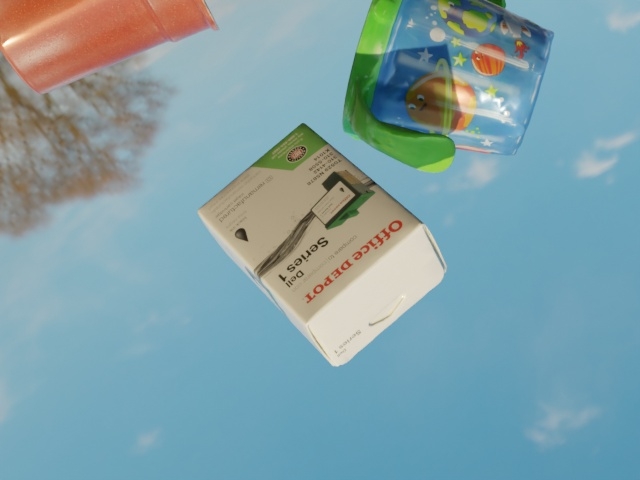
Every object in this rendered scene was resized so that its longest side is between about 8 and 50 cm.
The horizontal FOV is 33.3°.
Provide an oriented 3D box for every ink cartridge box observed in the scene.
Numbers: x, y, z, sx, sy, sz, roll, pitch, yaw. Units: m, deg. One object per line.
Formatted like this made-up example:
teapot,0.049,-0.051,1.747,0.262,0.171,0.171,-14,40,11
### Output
ink cartridge box,0.000,0.000,1.121,0.160,0.092,0.219,-41,-130,-8

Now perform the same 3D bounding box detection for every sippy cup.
sippy cup,0.168,-0.216,1.359,0.240,0.224,0.306,67,41,-80

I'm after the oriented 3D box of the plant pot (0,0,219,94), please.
plant pot,-0.317,-0.347,1.454,0.265,0.272,0.272,-28,-156,0
